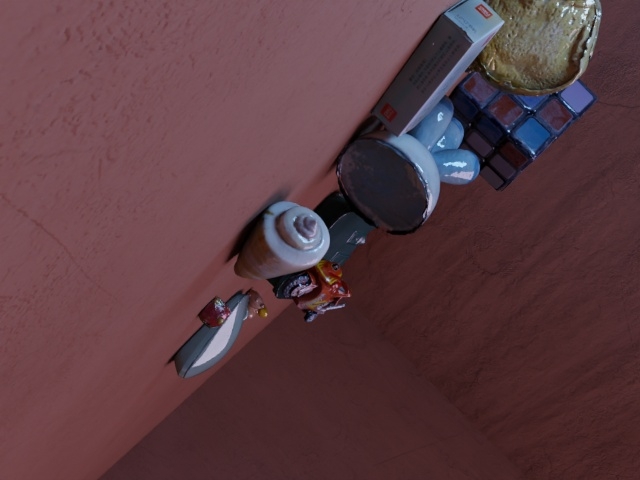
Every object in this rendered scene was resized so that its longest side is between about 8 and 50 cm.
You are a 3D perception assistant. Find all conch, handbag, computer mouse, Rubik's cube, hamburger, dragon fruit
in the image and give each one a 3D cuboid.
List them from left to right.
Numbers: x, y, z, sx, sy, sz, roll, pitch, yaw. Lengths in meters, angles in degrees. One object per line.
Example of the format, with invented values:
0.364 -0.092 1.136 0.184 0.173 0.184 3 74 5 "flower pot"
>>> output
-0.253 0.180 1.640 0.060 0.056 0.083 -43 176 -37 "dragon fruit"
-0.285 0.271 1.901 0.288 0.097 0.159 -44 173 -6 "computer mouse"
-0.094 0.000 1.304 0.255 0.127 0.158 -23 -140 36 "conch"
0.002 0.027 1.925 0.326 0.089 0.238 -49 151 13 "handbag"
0.646 -0.441 2.349 0.358 0.362 0.363 -41 173 -16 "Rubik's cube"
0.410 -0.400 1.354 0.286 0.243 0.146 -31 -176 25 "hamburger"

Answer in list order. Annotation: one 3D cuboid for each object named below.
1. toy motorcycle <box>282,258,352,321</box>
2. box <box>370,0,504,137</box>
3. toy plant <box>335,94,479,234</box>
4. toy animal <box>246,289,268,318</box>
-0.003 0.135 1.882 0.171 0.089 0.298 -40 156 -1 "toy motorcycle"
0.212 -0.318 1.285 0.135 0.079 0.269 -40 173 -39 "box"
0.217 -0.188 1.516 0.332 0.247 0.247 -42 174 -38 "toy plant"
-0.208 0.203 2.073 0.082 0.091 0.114 -30 174 -10 "toy animal"
